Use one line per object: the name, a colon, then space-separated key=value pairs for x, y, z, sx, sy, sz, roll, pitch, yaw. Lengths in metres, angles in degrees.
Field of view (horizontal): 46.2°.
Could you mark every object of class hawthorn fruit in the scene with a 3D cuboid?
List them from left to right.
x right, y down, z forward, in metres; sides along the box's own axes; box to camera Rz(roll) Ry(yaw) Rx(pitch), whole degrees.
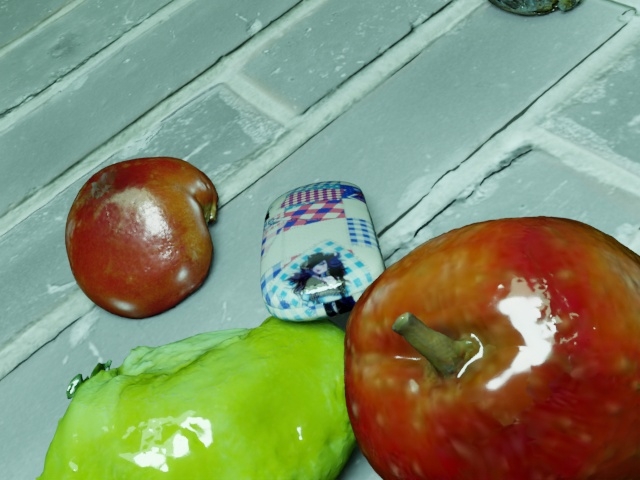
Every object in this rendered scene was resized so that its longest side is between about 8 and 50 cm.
hawthorn fruit: x=0.138 y=0.099 z=0.602 sx=0.287 sy=0.330 sz=0.287 roll=-11 pitch=69 yaw=30

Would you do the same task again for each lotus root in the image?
lotus root: x=0.306 y=-0.378 z=1.110 sx=0.165 sy=0.088 sz=0.088 roll=28 pitch=66 yaw=25

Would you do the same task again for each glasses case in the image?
glasses case: x=0.000 y=0.000 z=0.842 sx=0.125 sy=0.076 sz=0.327 roll=-12 pitch=21 yaw=3

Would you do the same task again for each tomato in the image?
tomato: x=-0.247 y=-0.025 z=0.987 sx=0.201 sy=0.139 sz=0.233 roll=-20 pitch=48 yaw=13

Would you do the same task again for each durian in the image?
durian: x=-0.109 y=0.184 z=0.726 sx=0.340 sy=0.204 sz=0.255 roll=-13 pitch=37 yaw=9
